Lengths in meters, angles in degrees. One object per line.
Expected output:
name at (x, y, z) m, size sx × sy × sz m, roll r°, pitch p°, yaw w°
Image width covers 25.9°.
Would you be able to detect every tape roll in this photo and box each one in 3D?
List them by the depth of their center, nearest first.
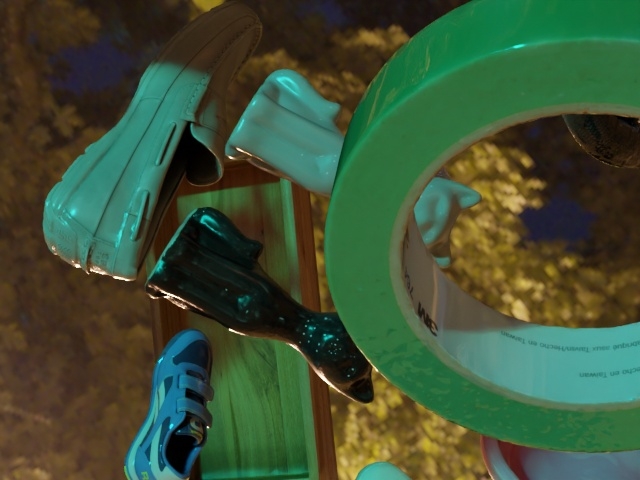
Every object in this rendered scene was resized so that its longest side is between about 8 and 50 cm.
tape roll at (0.165, -0.004, 0.864) m, size 0.321 × 0.077 × 0.321 m, roll 5°, pitch -52°, yaw 6°

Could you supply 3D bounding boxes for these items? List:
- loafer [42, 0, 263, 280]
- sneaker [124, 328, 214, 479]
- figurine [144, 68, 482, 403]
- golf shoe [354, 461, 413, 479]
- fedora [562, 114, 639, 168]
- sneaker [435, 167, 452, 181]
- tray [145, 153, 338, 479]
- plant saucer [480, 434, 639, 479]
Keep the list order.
loafer at (-0.134, -0.094, 1.304) m, size 0.319 × 0.111 × 0.112 m, roll -58°, pitch -11°, yaw -25°
sneaker at (-0.115, 0.144, 1.178) m, size 0.053 × 0.144 × 0.059 m, roll 29°, pitch -24°, yaw -37°
figurine at (0.000, 0.000, 1.129) m, size 0.215 × 0.209 × 0.092 m, roll -60°, pitch 3°, yaw 8°
golf shoe at (0.075, 0.233, 1.039) m, size 0.069 × 0.176 × 0.086 m, roll -13°, pitch -33°, yaw -16°
fedora at (0.306, -0.235, 1.434) m, size 0.334 × 0.152 × 0.334 m, roll -16°, pitch -66°, yaw -40°
sneaker at (0.113, -0.101, 1.758) m, size 0.051 × 0.134 × 0.070 m, roll -58°, pitch -5°, yaw 15°
tray at (-0.102, 0.100, 1.704) m, size 0.203 × 0.410 × 0.076 m, roll -7°, pitch -5°, yaw 20°
plant saucer at (0.370, 0.294, 1.807) m, size 0.332 × 0.332 × 0.084 m, roll -16°, pitch -51°, yaw -29°
